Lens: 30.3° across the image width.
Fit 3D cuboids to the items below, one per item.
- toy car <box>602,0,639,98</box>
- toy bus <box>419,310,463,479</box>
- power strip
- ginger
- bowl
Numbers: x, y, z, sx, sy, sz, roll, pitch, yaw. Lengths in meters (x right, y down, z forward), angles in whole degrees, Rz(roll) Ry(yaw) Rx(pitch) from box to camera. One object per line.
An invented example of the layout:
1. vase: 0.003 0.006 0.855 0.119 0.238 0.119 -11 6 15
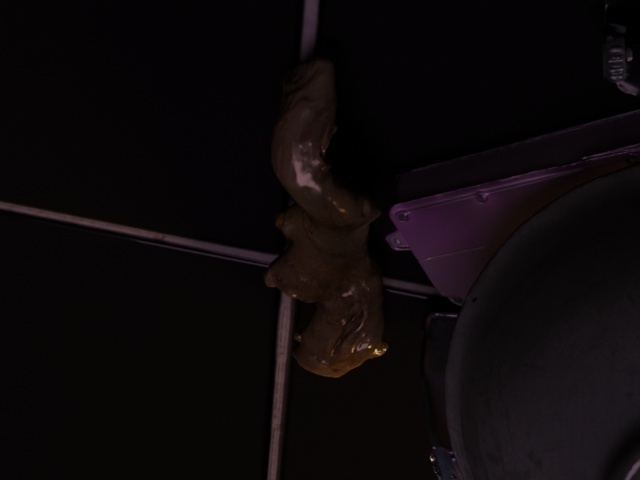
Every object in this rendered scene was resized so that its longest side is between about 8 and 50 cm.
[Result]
1. toy car: 0.179 -0.150 0.570 0.095 0.056 0.204 -3 134 16
2. toy bus: 0.220 0.114 0.784 0.317 0.138 0.112 -3 134 17
3. power strip: 0.178 -0.023 0.722 0.279 0.037 0.109 -13 131 28
4. ginger: 0.000 0.000 0.782 0.089 0.075 0.288 8 142 15
5. bowl: 0.210 0.117 0.626 0.314 0.146 0.313 4 105 13
